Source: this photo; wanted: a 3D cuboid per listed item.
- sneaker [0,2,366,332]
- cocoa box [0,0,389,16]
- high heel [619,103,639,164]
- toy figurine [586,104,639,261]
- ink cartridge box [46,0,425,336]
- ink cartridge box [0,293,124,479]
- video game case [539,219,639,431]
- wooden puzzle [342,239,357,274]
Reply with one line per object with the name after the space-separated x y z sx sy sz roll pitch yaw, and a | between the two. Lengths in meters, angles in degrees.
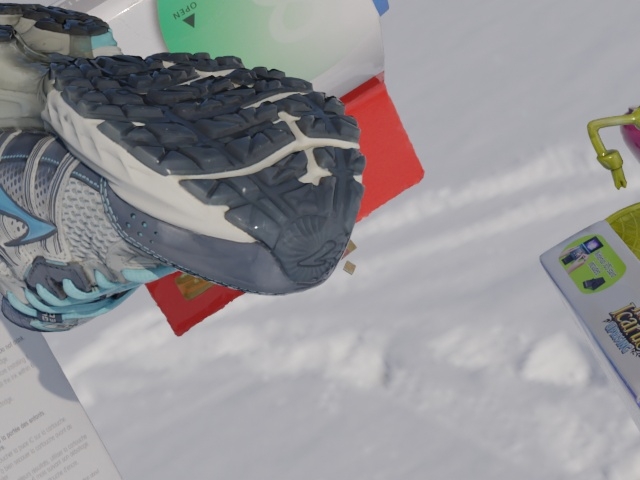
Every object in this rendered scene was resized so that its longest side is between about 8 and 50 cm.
-0.081 -0.016 0.736 0.110 0.122 0.283 -8 22 -35 | sneaker
-0.162 -0.238 1.404 0.347 0.231 0.228 11 40 35 | cocoa box
0.362 0.002 1.651 0.127 0.377 0.181 24 91 46 | high heel
0.410 -0.022 1.429 0.362 0.191 0.217 -12 23 -20 | toy figurine
-0.043 -0.059 0.975 0.181 0.224 0.056 -32 36 -6 | ink cartridge box
-0.175 0.161 0.959 0.065 0.332 0.165 -23 5 43 | ink cartridge box
0.261 0.142 1.232 0.061 0.269 0.244 -31 21 5 | video game case
0.000 0.000 1.632 0.049 0.083 0.006 -37 -4 -34 | wooden puzzle
